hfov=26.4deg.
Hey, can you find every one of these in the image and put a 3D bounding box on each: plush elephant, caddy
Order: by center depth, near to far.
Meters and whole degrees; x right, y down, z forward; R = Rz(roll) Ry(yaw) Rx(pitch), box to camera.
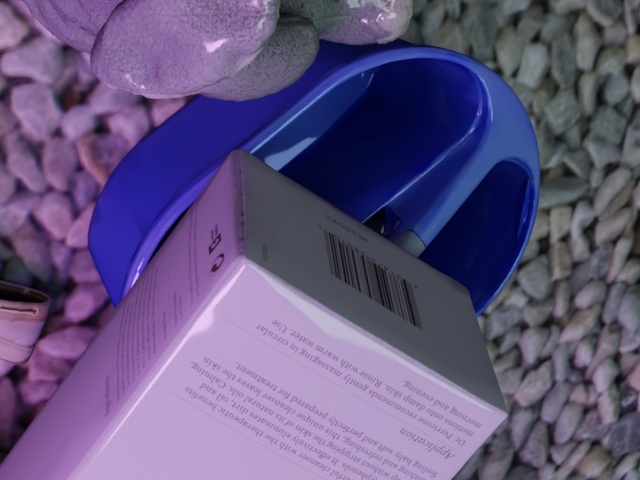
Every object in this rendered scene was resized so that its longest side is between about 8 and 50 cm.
[{"bbox_3d":[-0.075,-0.202,0.740,0.330,0.255,0.272,-27,99,-26],"label":"plush elephant"},{"bbox_3d":[0.000,0.000,0.982,0.341,0.179,0.241,-40,123,-6],"label":"caddy"}]

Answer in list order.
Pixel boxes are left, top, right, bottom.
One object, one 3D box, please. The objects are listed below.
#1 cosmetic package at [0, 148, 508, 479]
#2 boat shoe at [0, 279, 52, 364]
[{"bbox_3d":[-0.078,0.154,0.861,0.197,0.155,0.365,33,111,-20],"label":"cosmetic package"},{"bbox_3d":[-0.259,0.029,0.936,0.170,0.063,0.059,30,94,-44],"label":"boat shoe"}]
